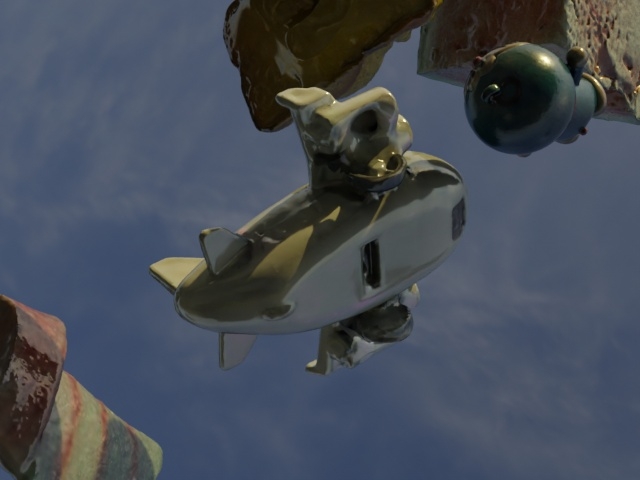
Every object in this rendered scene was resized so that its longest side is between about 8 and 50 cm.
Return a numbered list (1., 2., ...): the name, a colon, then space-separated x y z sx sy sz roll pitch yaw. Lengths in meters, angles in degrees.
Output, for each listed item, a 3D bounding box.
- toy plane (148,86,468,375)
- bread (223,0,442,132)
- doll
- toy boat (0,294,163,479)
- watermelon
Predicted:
1. toy plane: 0.004 0.002 0.990 0.267 0.267 0.123 -52 -136 1
2. bread: 0.011 -0.209 1.168 0.233 0.088 0.160 -31 -122 30
3. doll: 0.169 -0.110 0.994 0.085 0.152 0.114 52 -59 25
4. toy boat: -0.244 0.189 1.247 0.096 0.282 0.206 -27 -136 14
5. watermelon: 0.222 -0.238 1.287 0.262 0.201 0.212 9 -85 16
